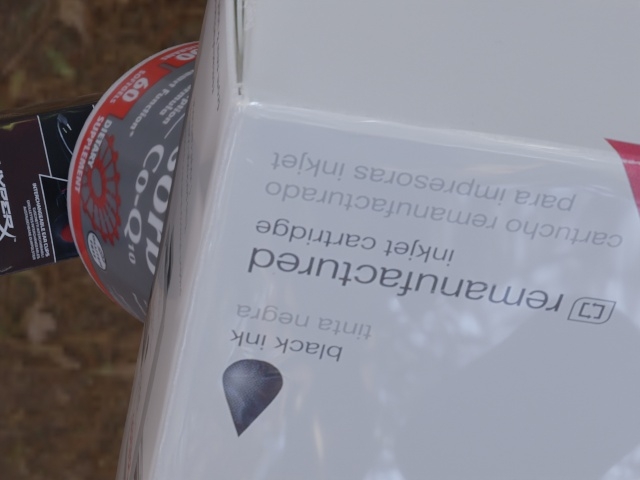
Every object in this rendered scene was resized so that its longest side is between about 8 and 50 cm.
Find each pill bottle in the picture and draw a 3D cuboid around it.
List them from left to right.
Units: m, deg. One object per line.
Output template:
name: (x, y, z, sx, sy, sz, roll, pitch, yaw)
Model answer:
pill bottle: (0.000, 0.000, 1.071, 0.210, 0.363, 0.210, -9, 108, -29)

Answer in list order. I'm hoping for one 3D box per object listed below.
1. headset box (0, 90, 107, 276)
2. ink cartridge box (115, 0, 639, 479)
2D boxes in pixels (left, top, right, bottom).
headset box: (-0.173, -0.056, 1.315, 0.293, 0.110, 0.218, -15, -171, -34)
ink cartridge box: (0.049, 0.049, 0.538, 0.207, 0.117, 0.283, 8, 131, -8)
